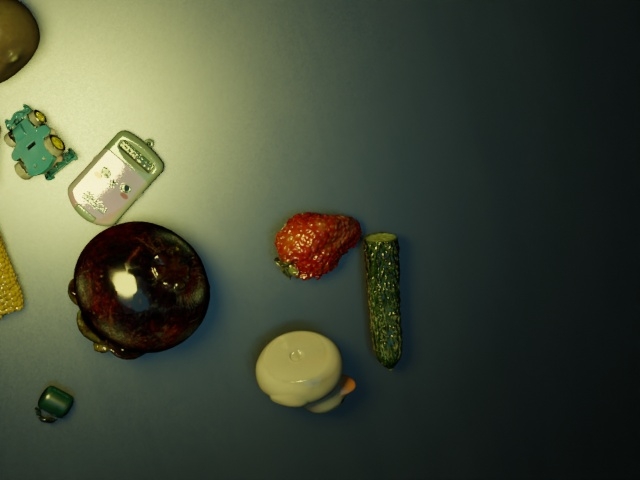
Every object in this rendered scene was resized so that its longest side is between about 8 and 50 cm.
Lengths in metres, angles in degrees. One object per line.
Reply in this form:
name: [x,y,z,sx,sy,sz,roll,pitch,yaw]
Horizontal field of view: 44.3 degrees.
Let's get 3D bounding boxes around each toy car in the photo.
toy car: [-0.645,-0.222,1.803,0.126,0.098,0.161,-35,76,17]

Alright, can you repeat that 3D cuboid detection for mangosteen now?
mangosteen: [-0.417,0.112,1.804,0.330,0.330,0.330,-2,99,-13]

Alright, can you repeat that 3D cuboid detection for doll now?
doll: [-0.036,0.348,1.998,0.251,0.221,0.221,1,99,9]

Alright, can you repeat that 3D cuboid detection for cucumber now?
cucumber: [0.171,0.163,2.051,0.096,0.096,0.359,-9,103,-12]

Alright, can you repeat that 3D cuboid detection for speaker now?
speaker: [-0.650,0.405,1.903,0.075,0.060,0.094,34,90,-15]

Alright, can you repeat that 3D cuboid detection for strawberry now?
strawberry: [-0.005,-0.005,1.951,0.175,0.107,0.236,44,72,-3]

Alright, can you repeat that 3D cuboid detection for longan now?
longan: [-0.717,-0.435,1.687,0.220,0.196,0.196,-37,106,3]

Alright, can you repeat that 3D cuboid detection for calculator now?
calculator: [-0.483,-0.148,1.864,0.141,0.045,0.246,44,86,-16]

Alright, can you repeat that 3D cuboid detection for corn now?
corn: [-0.774,0.031,1.791,0.115,0.115,0.318,-20,103,-10]

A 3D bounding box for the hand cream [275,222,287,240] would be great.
hand cream: [-0.033,0.020,2.011,0.165,0.037,0.057,33,91,-9]
